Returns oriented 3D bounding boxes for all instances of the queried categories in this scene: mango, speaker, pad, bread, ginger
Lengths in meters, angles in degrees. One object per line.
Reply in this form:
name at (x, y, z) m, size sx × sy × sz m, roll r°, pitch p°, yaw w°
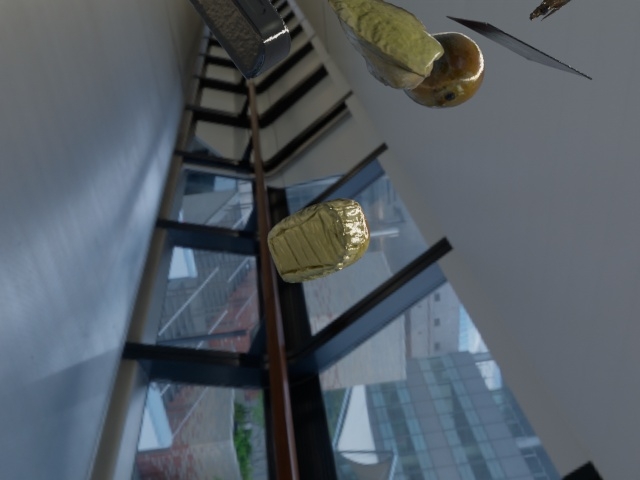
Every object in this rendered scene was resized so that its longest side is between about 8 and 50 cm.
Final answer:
mango at (0.279, -0.426, 1.469) m, size 0.146 × 0.193 × 0.316 m, roll 41°, pitch 14°, yaw -37°
speaker at (-0.217, -0.651, 1.603) m, size 0.388 × 0.180 × 0.184 m, roll 53°, pitch -37°, yaw -12°
pad at (0.342, -0.351, 1.082) m, size 0.299 × 0.202 × 0.005 m, roll -95°, pitch -150°, yaw -67°
bread at (0.000, 0.000, 1.177) m, size 0.236 × 0.106 × 0.139 m, roll -22°, pitch -93°, yaw 48°
ginger at (0.091, -0.308, 0.948) m, size 0.193 × 0.115 × 0.122 m, roll 38°, pitch -22°, yaw 4°

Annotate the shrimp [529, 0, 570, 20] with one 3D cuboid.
shrimp at (0.666, -0.730, 1.645) m, size 0.152 × 0.287 × 0.063 m, roll 51°, pitch 12°, yaw 10°
